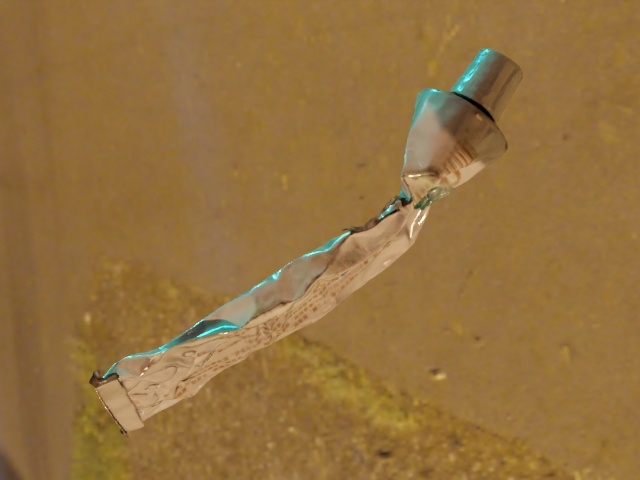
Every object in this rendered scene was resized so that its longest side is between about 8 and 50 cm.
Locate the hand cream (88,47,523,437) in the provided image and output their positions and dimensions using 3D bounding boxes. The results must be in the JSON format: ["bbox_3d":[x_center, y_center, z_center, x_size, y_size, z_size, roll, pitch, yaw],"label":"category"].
[{"bbox_3d":[0.003,0.003,0.604,0.050,0.257,0.084,45,168,15],"label":"hand cream"}]
